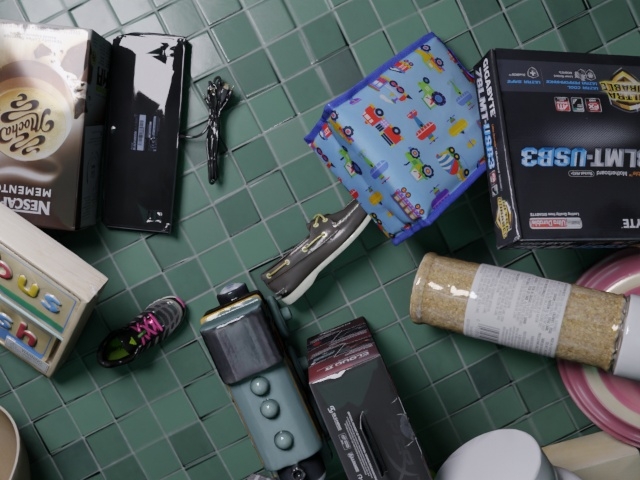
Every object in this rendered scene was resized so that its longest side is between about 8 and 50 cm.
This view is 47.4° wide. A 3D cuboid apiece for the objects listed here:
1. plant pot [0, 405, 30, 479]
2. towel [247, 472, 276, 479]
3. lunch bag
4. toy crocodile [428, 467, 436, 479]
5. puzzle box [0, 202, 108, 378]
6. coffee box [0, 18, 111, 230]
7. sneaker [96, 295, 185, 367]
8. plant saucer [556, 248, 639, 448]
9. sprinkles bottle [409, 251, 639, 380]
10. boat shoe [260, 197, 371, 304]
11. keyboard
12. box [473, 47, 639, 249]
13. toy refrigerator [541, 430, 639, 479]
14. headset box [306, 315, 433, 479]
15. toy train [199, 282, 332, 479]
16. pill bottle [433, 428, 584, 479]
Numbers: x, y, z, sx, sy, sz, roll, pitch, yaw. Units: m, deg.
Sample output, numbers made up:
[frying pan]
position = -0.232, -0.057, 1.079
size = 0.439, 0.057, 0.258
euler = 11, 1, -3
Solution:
[plant pot]
position = -0.567, 0.411, 1.112
size = 0.284, 0.284, 0.191
euler = -9, 131, -1
[towel]
position = -0.053, 0.545, 1.165
size = 0.235, 0.121, 0.284
euler = 17, 93, 14
[lunch bag]
position = 0.163, -0.175, 1.111
size = 0.293, 0.138, 0.221
euler = -40, 90, -22
[toy crocodile]
position = 0.193, 0.486, 1.195
size = 0.105, 0.115, 0.340
euler = -38, 93, 9
[puzzle box]
position = -0.525, 0.021, 1.079
size = 0.409, 0.052, 0.272
euler = 36, 135, -4
[coffee box]
position = -0.427, -0.172, 1.113
size = 0.168, 0.119, 0.297
euler = 6, 95, -2
[sneaker]
position = -0.290, 0.153, 1.168
size = 0.170, 0.075, 0.063
euler = -34, 95, 1
[plant saucer]
position = 0.533, 0.166, 1.125
size = 0.332, 0.084, 0.332
euler = -1, 88, 22
[sprinkles bottle]
position = 0.318, 0.109, 1.098
size = 0.355, 0.121, 0.121
euler = 13, 95, 20
[boat shoe]
position = 0.000, 0.000, 1.159
size = 0.068, 0.081, 0.228
euler = 42, 95, -8
[keyboard]
position = -0.243, -0.167, 1.164
size = 0.201, 0.033, 0.317
euler = 6, 96, 4
[box]
position = 0.389, -0.135, 1.092
size = 0.295, 0.073, 0.293
euler = 0, 76, -15
[toy refrigerator]
position = 0.384, 0.404, 1.204
size = 0.269, 0.094, 0.102
euler = -15, 103, 0
[headset box]
position = 0.068, 0.255, 1.079
size = 0.110, 0.293, 0.218
euler = -22, 96, 0
[toy train]
position = -0.080, 0.227, 1.123
size = 0.142, 0.190, 0.334
euler = -22, 95, 1
[pill bottle]
position = 0.337, 0.482, 1.052
size = 0.229, 0.229, 0.408
euler = -35, 103, 2
